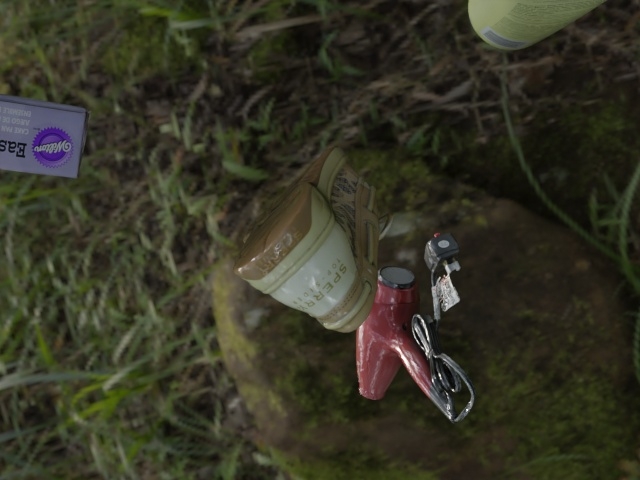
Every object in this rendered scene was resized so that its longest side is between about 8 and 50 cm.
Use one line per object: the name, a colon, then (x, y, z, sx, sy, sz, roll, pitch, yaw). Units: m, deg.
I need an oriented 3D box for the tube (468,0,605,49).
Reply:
tube: (0.134, -0.152, 0.660, 0.062, 0.070, 0.240, 42, -175, -4)

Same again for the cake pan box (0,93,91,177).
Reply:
cake pan box: (-0.357, -0.110, 1.012, 0.267, 0.246, 0.070, 18, 98, 65)

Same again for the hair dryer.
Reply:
hair dryer: (0.101, 0.135, 1.411, 0.293, 0.080, 0.223, 127, 144, -64)

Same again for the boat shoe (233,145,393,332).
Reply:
boat shoe: (0.000, 0.000, 0.871, 0.089, 0.104, 0.285, 43, -164, -6)
